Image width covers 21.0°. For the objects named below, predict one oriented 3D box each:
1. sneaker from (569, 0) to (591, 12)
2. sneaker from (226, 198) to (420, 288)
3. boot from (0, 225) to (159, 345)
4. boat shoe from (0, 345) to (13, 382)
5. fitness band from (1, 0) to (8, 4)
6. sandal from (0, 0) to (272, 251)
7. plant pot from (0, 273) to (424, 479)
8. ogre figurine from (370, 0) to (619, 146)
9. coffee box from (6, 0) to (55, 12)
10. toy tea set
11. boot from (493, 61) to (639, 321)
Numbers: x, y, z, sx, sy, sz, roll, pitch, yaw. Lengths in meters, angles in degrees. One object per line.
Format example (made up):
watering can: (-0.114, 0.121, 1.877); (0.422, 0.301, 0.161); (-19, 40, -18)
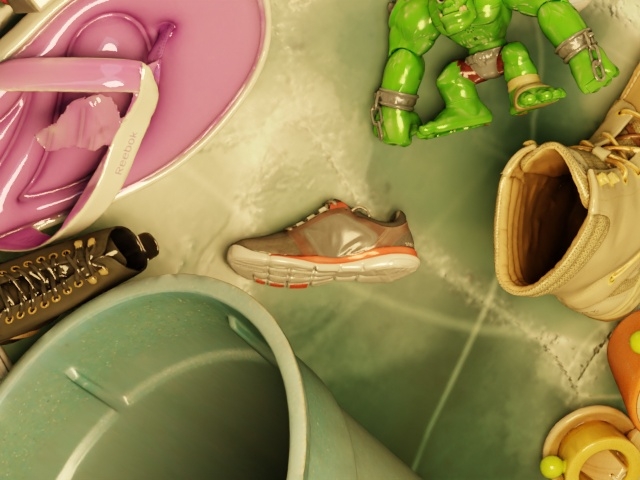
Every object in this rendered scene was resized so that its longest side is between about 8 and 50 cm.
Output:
sneaker: (0.173, -0.285, 1.353); (0.090, 0.115, 0.232); (-21, 104, -12)
sneaker: (0.000, 0.000, 1.389); (0.158, 0.061, 0.065); (0, 71, -17)
boot: (-0.212, 0.031, 1.230); (0.137, 0.198, 0.077); (-24, 93, 20)
boat shoe: (-0.267, 0.197, 1.314); (0.096, 0.088, 0.267); (-1, 99, -16)
fitness band: (-0.193, -0.312, 1.280); (0.209, 0.054, 0.291); (-2, 100, -19)
sandal: (-0.208, -0.066, 1.266); (0.416, 0.102, 0.169); (-32, 120, -3)
plant pot: (-0.050, 0.248, 1.245); (0.334, 0.341, 0.341); (38, 87, -42)
ogre figurine: (0.124, -0.150, 1.358); (0.097, 0.197, 0.118); (-10, 85, -44)
coffee box: (-0.138, -0.313, 1.206); (0.297, 0.119, 0.168); (-40, 107, -10)
toy tea set: (0.363, 0.172, 1.452); (0.336, 0.124, 0.200); (8, 115, -18)
boot: (0.231, -0.067, 1.365); (0.203, 0.095, 0.262); (14, 101, -59)
